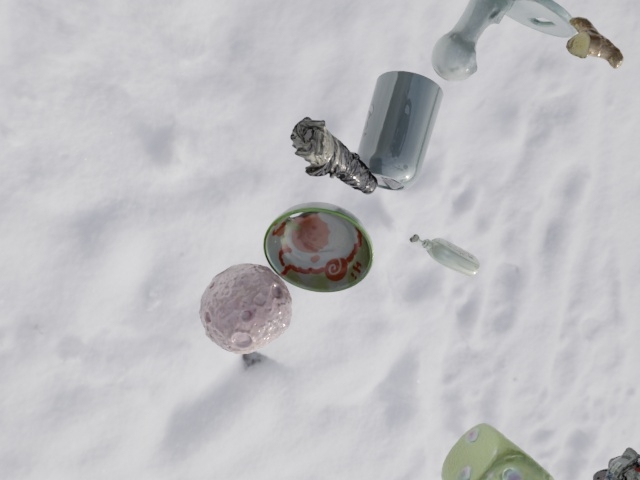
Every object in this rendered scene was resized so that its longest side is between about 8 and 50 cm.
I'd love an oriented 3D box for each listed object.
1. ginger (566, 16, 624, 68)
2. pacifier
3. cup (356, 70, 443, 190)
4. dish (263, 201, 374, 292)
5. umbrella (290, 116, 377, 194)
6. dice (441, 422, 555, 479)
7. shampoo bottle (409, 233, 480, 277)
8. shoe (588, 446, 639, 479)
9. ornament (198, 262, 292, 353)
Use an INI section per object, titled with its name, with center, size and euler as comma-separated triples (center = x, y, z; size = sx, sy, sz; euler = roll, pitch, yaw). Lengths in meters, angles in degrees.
[ginger]
center = 0.380, -0.274, 0.705
size = 0.048, 0.030, 0.097
euler = -39, 81, 0
[pacifier]
center = 0.312, -0.444, 0.991
size = 0.344, 0.288, 0.269
euler = 29, 111, -11
[cup]
center = 0.226, -0.318, 1.495
size = 0.206, 0.205, 0.312
euler = 20, 81, -21
[dish]
center = 0.000, 0.000, 1.492
size = 0.325, 0.124, 0.324
euler = 5, 130, 6
[umbrella]
center = 0.042, -0.192, 1.276
size = 0.358, 0.106, 0.113
euler = 25, 60, -57
[dice]
center = 0.557, 0.760, 1.601
size = 0.252, 0.254, 0.249
euler = 42, 84, -6
[shampoo bottle]
center = 0.254, 0.024, 1.038
size = 0.152, 0.077, 0.045
euler = 25, 111, -20
[shoe]
center = 0.476, 0.369, 0.756
size = 0.228, 0.126, 0.099
euler = 23, 80, -61
[ornament]
center = -0.210, 0.180, 1.394
size = 0.260, 0.259, 0.225
euler = -30, 98, -4
